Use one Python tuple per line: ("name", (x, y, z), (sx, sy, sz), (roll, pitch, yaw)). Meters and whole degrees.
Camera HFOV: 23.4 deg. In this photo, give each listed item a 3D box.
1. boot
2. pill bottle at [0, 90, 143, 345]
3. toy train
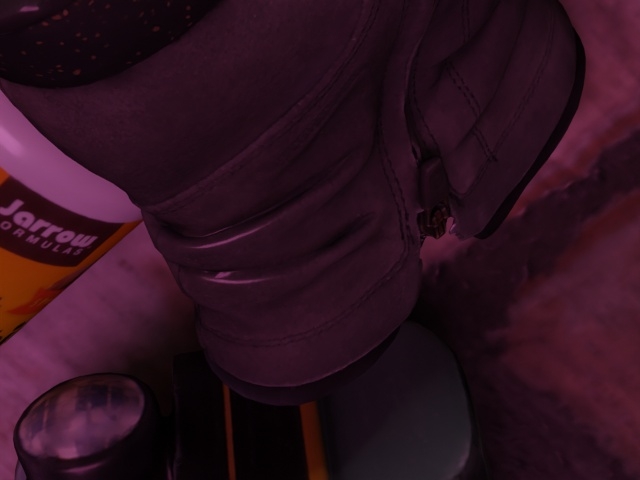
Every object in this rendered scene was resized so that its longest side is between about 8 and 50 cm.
("boot", (0.044, -0.124, 0.468), (0.338, 0.118, 0.223), (-45, 143, -6))
("pill bottle", (-0.130, -0.025, 0.546), (0.215, 0.117, 0.117), (-40, 106, 24))
("toy train", (-0.007, 0.181, 0.622), (0.190, 0.142, 0.334), (-13, 123, 4))
